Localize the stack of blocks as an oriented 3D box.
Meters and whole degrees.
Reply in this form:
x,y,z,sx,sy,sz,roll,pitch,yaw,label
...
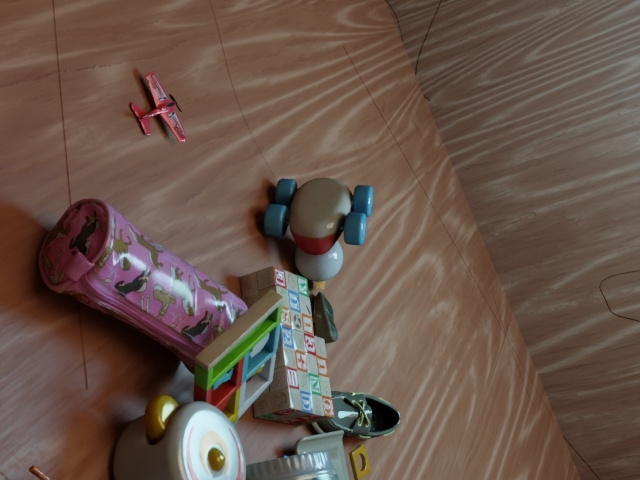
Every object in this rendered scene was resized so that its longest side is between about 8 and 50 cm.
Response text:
x,y,z,sx,sy,sz,roll,pitch,yaw,label
-0.068,0.218,1.875,0.171,0.087,0.297,27,50,-55,stack of blocks

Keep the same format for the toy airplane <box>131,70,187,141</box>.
x,y,z,sx,sy,sz,roll,pitch,yaw,label
-0.315,-0.249,1.776,0.151,0.028,0.151,41,38,-43,toy airplane

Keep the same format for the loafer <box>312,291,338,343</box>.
x,y,z,sx,sy,sz,roll,pitch,yaw,label
0.001,0.177,2.086,0.056,0.050,0.148,54,15,-37,loafer

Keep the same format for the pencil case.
x,y,z,sx,sy,sz,roll,pitch,yaw,label
-0.277,0.084,1.486,0.386,0.167,0.160,42,68,-44,pencil case

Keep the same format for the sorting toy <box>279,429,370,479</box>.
x,y,z,sx,sy,sz,roll,pitch,yaw,label
0.002,0.496,1.874,0.348,0.047,0.196,9,71,-58,sorting toy

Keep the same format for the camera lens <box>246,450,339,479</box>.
x,y,z,sx,sy,sz,roll,pitch,yaw,label
-0.056,0.512,1.549,0.219,0.219,0.274,15,60,-60,camera lens

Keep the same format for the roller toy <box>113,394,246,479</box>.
x,y,z,sx,sy,sz,roll,pitch,yaw,label
-0.213,0.353,1.435,0.191,0.146,0.209,24,52,-57,roller toy

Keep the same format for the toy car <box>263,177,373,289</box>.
x,y,z,sx,sy,sz,roll,pitch,yaw,label
0.000,0.000,2.093,0.210,0.219,0.238,-72,165,-52,toy car

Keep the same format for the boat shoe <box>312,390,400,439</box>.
x,y,z,sx,sy,sz,roll,pitch,yaw,label
0.077,0.388,2.038,0.305,0.091,0.109,25,51,-56,boat shoe

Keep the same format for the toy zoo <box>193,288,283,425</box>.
x,y,z,sx,sy,sz,roll,pitch,yaw,label
-0.144,0.236,1.567,0.192,0.030,0.293,-41,154,-37,toy zoo

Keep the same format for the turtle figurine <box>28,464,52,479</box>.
x,y,z,sx,sy,sz,roll,pitch,yaw,label
-0.406,0.369,1.086,0.269,0.087,0.217,25,24,-44,turtle figurine
